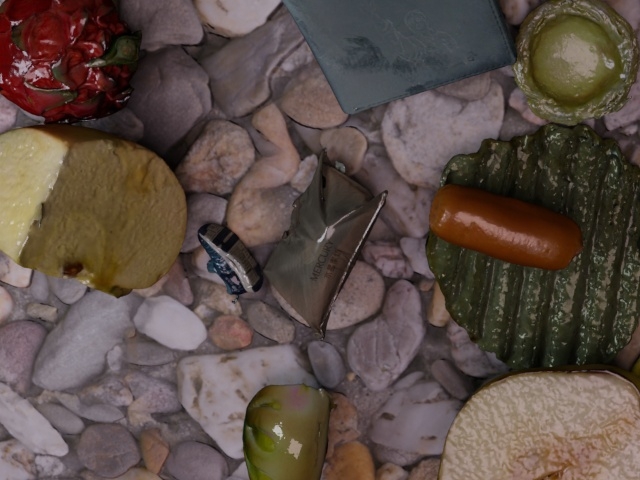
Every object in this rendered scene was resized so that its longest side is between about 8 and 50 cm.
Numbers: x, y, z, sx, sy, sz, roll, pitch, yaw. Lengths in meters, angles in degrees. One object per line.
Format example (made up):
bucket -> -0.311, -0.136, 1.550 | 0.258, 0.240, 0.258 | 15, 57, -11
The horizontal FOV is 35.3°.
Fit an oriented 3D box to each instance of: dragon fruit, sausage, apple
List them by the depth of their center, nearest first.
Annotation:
sausage -> 0.282, -0.016, 1.523 | 0.238, 0.098, 0.098 | 16, 110, -4
dragon fruit -> -0.410, -0.280, 1.537 | 0.293, 0.234, 0.233 | 3, 113, 38
apple -> -0.374, -0.037, 1.569 | 0.314, 0.309, 0.252 | -22, 70, 27

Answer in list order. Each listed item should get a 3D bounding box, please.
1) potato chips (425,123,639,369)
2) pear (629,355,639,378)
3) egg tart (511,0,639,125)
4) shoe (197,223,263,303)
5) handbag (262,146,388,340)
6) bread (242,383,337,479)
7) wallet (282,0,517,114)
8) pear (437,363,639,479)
potato chips -> 0.347, 0.023, 1.613 | 0.358, 0.070, 0.429 | 4, 110, 3
pear -> 0.632, 0.290, 1.621 | 0.267, 0.178, 0.267 | 3, 114, 7
egg tart -> 0.378, -0.272, 1.501 | 0.197, 0.078, 0.197 | 1, 107, 5
shoe -> -0.159, 0.035, 1.679 | 0.071, 0.064, 0.143 | -31, 103, 27
handbag -> 0.000, 0.000, 1.615 | 0.182, 0.117, 0.270 | 39, 115, 36
bread -> -0.063, 0.354, 1.728 | 0.158, 0.156, 0.260 | 9, 109, 1
wallet -> 0.113, -0.320, 1.461 | 0.290, 0.054, 0.251 | -15, 129, 20
pear -> 0.382, 0.350, 1.635 | 0.386, 0.191, 0.340 | -37, 87, 17
